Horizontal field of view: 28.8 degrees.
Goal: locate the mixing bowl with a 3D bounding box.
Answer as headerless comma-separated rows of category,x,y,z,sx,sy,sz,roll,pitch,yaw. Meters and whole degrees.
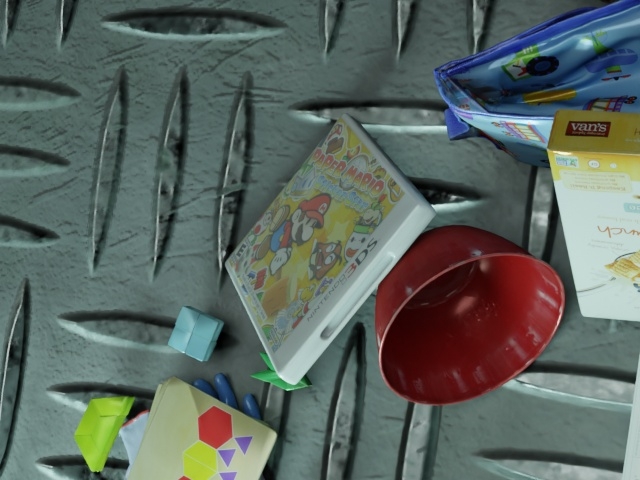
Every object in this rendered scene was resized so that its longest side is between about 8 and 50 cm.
mixing bowl,0.120,0.054,1.141,0.181,0.181,0.098,-45,42,14

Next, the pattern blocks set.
pattern blocks set,-0.131,0.246,1.271,0.285,0.026,0.325,34,97,22

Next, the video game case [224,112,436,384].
video game case,0.000,0.000,1.196,0.206,0.026,0.227,-51,29,11

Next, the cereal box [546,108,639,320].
cereal box,0.283,-0.009,0.996,0.173,0.240,0.047,5,57,23

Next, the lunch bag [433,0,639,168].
lunch bag,0.248,-0.115,1.058,0.293,0.221,0.138,-8,79,23

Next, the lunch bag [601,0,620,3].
lunch bag,0.283,-0.265,1.024,0.258,0.293,0.120,-1,87,24

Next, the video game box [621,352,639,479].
video game box,0.359,0.183,1.064,0.187,0.048,0.205,8,87,28

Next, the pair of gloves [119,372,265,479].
pair of gloves,-0.139,0.238,1.302,0.198,0.023,0.159,-28,73,19
